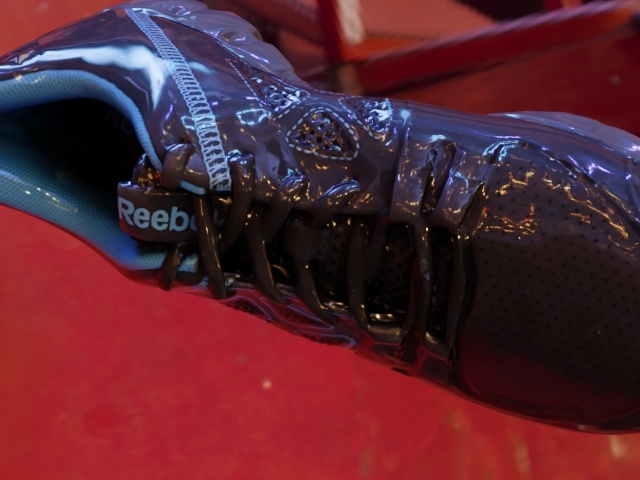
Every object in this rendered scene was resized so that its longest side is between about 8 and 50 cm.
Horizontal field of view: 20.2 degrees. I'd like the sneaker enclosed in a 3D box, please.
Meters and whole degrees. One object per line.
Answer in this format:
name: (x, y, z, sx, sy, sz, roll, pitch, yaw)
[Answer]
sneaker: (0.000, 0.000, 0.694, 0.140, 0.341, 0.125, -20, 124, -53)
